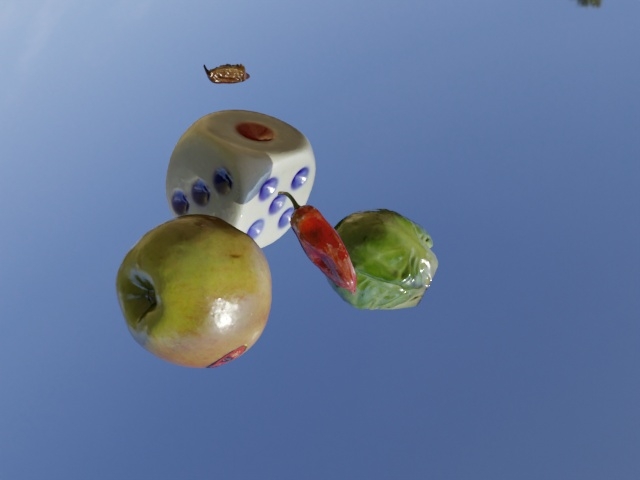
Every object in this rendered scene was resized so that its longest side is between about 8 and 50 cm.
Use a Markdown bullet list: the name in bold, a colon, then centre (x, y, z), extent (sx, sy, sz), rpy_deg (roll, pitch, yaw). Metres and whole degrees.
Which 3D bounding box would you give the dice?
- **dice**: centre (-0.212, -0.162, 1.773), extent (0.277, 0.304, 0.304), rpy_deg (33, -146, 21)

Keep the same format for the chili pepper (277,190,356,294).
- **chili pepper**: centre (0.001, -0.001, 0.985), extent (0.059, 0.191, 0.050), rpy_deg (-36, 177, 31)

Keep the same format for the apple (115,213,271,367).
- **apple**: centre (-0.278, 0.114, 1.444), extent (0.339, 0.305, 0.338), rpy_deg (-4, -98, 31)

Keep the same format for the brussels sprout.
- **brussels sprout**: centre (0.122, 0.041, 1.385), extent (0.244, 0.244, 0.244), rpy_deg (-11, -135, 12)

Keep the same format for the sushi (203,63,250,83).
- **sushi**: centre (-0.239, -0.429, 1.698), extent (0.120, 0.052, 0.055), rpy_deg (-8, -142, -12)
